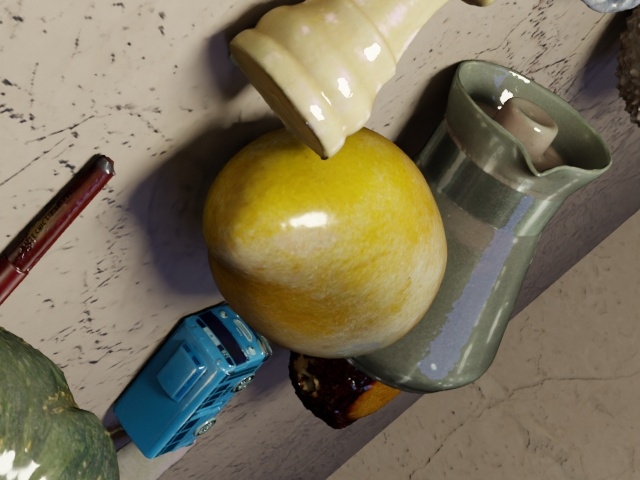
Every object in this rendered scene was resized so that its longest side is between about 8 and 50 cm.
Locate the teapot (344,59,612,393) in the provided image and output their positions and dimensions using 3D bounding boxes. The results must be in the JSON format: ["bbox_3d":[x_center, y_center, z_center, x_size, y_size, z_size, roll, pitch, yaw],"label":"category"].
[{"bbox_3d":[0.159,-0.023,1.316,0.344,0.253,0.300,-57,-169,30],"label":"teapot"}]

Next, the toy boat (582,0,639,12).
[{"bbox_3d":[0.300,-0.303,1.153,0.127,0.078,0.283,-47,161,22],"label":"toy boat"}]

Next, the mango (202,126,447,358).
[{"bbox_3d":[0.000,0.000,1.044,0.221,0.199,0.384,-23,162,15],"label":"mango"}]

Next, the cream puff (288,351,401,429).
[{"bbox_3d":[0.055,0.144,1.575,0.239,0.165,0.239,-37,162,-14],"label":"cream puff"}]

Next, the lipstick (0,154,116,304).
[{"bbox_3d":[-0.221,0.000,0.878,0.176,0.027,0.027,-46,162,10],"label":"lipstick"}]

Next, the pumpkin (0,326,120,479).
[{"bbox_3d":[-0.295,0.178,0.720,0.327,0.257,0.292,25,88,-47],"label":"pumpkin"}]

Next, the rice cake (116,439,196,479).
[{"bbox_3d":[-0.253,0.300,1.348,0.056,0.073,0.365,-45,179,25],"label":"rice cake"}]

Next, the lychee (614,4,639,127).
[{"bbox_3d":[0.518,-0.241,1.470,0.300,0.300,0.300,-37,162,-14],"label":"lychee"}]

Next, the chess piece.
[{"bbox_3d":[0.115,-0.232,0.876,0.397,0.117,0.117,-41,163,-5],"label":"chess piece"}]

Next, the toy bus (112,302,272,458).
[{"bbox_3d":[-0.151,0.164,1.315,0.185,0.090,0.106,-50,159,28],"label":"toy bus"}]
